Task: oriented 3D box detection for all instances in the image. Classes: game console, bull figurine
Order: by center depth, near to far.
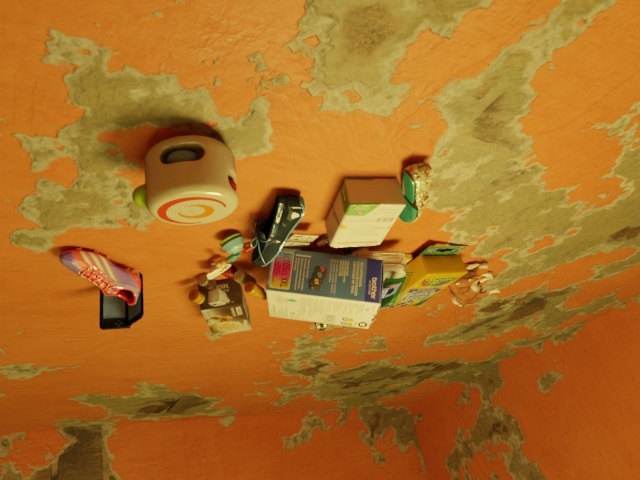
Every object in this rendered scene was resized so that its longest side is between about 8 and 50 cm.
[{"bbox_3d":[-0.583,0.177,1.590,0.124,0.144,0.085,-1,149,-19],"label":"game console"},{"bbox_3d":[0.576,0.178,2.089,0.188,0.101,0.310,-25,152,15],"label":"bull figurine"}]

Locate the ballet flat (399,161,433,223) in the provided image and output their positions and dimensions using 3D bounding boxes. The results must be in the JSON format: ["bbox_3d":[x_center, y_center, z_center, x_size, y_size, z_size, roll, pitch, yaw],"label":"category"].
[{"bbox_3d":[0.256,-0.124,1.440,0.077,0.091,0.241,-31,158,-12],"label":"ballet flat"}]

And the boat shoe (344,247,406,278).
[{"bbox_3d":[0.138,0.064,1.724,0.267,0.088,0.096,0,155,16],"label":"boat shoe"}]

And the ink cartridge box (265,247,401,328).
[{"bbox_3d":[0.041,0.155,1.661,0.395,0.151,0.270,9,156,1],"label":"ink cartridge box"}]

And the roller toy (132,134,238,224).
[{"bbox_3d":[-0.271,-0.129,1.153,0.191,0.146,0.209,-24,157,39],"label":"roller toy"}]

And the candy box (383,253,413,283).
[{"bbox_3d":[0.231,0.106,1.898,0.105,0.027,0.206,-3,151,-23],"label":"candy box"}]

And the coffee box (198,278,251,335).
[{"bbox_3d":[-0.318,0.227,1.830,0.141,0.098,0.247,-9,152,-6],"label":"coffee box"}]

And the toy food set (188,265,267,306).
[{"bbox_3d":[-0.283,0.149,1.690,0.232,0.111,0.104,-14,154,17],"label":"toy food set"}]

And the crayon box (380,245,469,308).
[{"bbox_3d":[0.364,0.133,1.910,0.203,0.083,0.323,0,148,-36],"label":"crayon box"}]

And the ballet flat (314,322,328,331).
[{"bbox_3d":[0.018,0.297,2.119,0.072,0.068,0.213,-6,151,-11],"label":"ballet flat"}]

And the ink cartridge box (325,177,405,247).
[{"bbox_3d":[0.114,-0.071,1.462,0.154,0.093,0.212,-2,149,-16],"label":"ink cartridge box"}]

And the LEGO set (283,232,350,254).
[{"bbox_3d":[0.000,0.000,1.622,0.244,0.060,0.182,4,160,-24],"label":"LEGO set"}]

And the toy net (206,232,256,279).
[{"bbox_3d":[-0.266,0.043,1.584,0.122,0.045,0.232,-24,169,-43],"label":"toy net"}]

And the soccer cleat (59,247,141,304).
[{"bbox_3d":[-0.595,0.099,1.484,0.083,0.095,0.248,-25,144,23],"label":"soccer cleat"}]

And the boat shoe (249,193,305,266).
[{"bbox_3d":[-0.135,-0.036,1.448,0.089,0.109,0.258,14,126,-28],"label":"boat shoe"}]
